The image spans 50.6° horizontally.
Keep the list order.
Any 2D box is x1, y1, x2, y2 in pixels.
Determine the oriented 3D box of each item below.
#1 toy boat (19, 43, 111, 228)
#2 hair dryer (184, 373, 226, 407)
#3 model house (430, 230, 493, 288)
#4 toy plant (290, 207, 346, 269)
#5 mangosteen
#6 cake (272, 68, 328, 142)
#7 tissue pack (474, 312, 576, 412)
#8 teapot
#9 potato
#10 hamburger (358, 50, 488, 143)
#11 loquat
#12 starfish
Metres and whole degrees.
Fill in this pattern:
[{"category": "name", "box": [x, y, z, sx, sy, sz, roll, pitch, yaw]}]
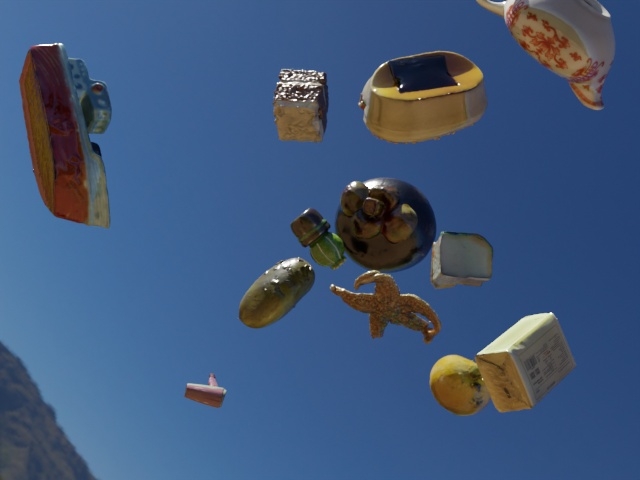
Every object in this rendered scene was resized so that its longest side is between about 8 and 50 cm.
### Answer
[{"category": "toy boat", "box": [-0.416, -0.170, 1.159, 0.145, 0.133, 0.332, -40, -119, 47]}, {"category": "hair dryer", "box": [-0.306, 0.401, 1.846, 0.106, 0.054, 0.154, 15, 7, -2]}, {"category": "model house", "box": [0.254, 0.040, 1.246, 0.100, 0.088, 0.100, 6, -17, -5]}, {"category": "toy plant", "box": [0.000, 0.000, 1.688, 0.162, 0.093, 0.093, 50, -33, -1]}, {"category": "mangosteen", "box": [0.163, -0.049, 1.775, 0.275, 0.275, 0.302, 30, -6, 21]}, {"category": "cake", "box": [-0.051, -0.333, 1.695, 0.134, 0.147, 0.135, 7, -36, 13]}, {"category": "tissue pack", "box": [0.515, 0.304, 1.697, 0.125, 0.234, 0.159, -23, -88, 50]}, {"category": "teapot", "box": [0.310, -0.286, 0.903, 0.245, 0.159, 0.116, 42, -41, 9]}, {"category": "potato", "box": [-0.121, 0.141, 1.824, 0.149, 0.251, 0.113, 34, -25, 52]}, {"category": "hamburger", "box": [0.172, -0.236, 1.132, 0.116, 0.210, 0.173, 88, -16, -49]}, {"category": "loquat", "box": [0.378, 0.383, 1.806, 0.172, 0.149, 0.204, 41, -32, 7]}, {"category": "starfish", "box": [0.117, 0.116, 1.215, 0.209, 0.053, 0.150, 16, -57, 6]}]
